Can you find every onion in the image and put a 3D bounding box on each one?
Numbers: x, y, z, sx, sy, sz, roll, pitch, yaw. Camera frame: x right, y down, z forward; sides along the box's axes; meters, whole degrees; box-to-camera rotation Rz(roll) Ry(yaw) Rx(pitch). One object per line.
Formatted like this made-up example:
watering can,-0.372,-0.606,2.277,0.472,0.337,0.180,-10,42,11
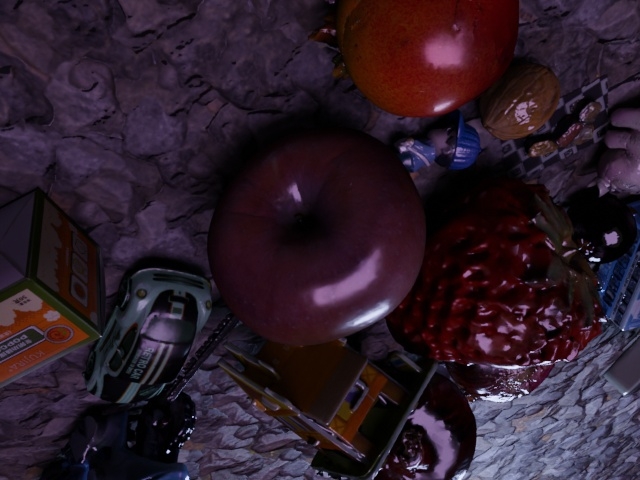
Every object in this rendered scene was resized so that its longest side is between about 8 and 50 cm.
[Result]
onion,0.366,0.216,1.199,0.247,0.190,0.246,-6,112,-15
onion,0.191,0.426,1.251,0.314,0.232,0.313,0,101,-2

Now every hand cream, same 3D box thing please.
hand cream,0.251,0.362,1.390,0.076,0.047,0.174,1,139,-27

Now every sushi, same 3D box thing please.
sushi,0.397,-0.170,0.966,0.201,0.031,0.139,-27,135,3

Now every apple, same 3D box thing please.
apple,0.000,0.000,0.793,0.306,0.305,0.235,-31,158,7

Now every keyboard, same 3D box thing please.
keyboard,-0.175,0.167,0.956,0.231,0.023,0.072,-51,179,-18

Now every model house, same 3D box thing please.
model house,-0.022,0.240,1.055,0.242,0.313,0.357,-51,-178,-22

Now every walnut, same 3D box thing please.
walnut,0.290,-0.205,0.847,0.124,0.105,0.105,-48,132,2

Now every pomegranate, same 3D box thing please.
pomegranate,0.108,-0.241,0.668,0.235,0.210,0.210,-5,143,29

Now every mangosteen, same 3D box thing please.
mangosteen,0.532,-0.031,1.094,0.151,0.137,0.137,-45,143,-29

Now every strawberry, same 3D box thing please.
strawberry,0.270,0.081,0.994,0.345,0.295,0.317,-27,104,40

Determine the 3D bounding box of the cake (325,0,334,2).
cake,0.032,-0.396,0.589,0.116,0.113,0.295,25,105,-39

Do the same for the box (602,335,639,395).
box,0.858,0.187,1.356,0.367,0.090,0.373,-11,137,-43

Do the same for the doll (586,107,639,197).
doll,0.553,-0.153,1.000,0.149,0.095,0.192,-13,133,-20

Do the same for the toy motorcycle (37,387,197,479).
toy motorcycle,-0.390,0.453,1.076,0.416,0.232,0.172,-33,137,10

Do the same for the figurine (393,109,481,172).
figurine,0.167,-0.137,0.875,0.149,0.087,0.086,-21,172,-2

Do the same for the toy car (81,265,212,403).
toy car,-0.283,0.177,0.944,0.136,0.125,0.305,15,122,-33

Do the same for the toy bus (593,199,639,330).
toy bus,0.659,0.051,1.203,0.106,0.131,0.297,-17,135,-9

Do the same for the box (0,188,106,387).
box,-0.407,0.071,0.758,0.195,0.177,0.148,-27,136,3

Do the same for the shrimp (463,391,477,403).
shrimp,0.333,0.430,1.486,0.178,0.034,0.124,-11,139,-17
